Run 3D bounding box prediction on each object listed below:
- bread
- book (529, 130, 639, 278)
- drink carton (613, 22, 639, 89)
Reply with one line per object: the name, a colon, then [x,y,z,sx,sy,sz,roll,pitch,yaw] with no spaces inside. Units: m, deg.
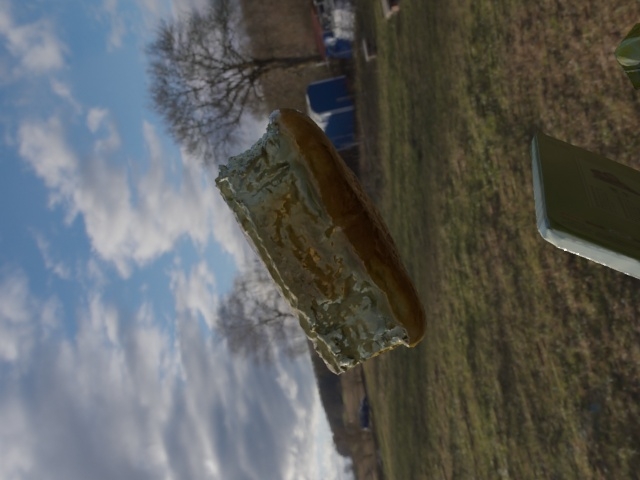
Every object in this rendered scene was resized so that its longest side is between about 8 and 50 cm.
bread: [0.000,0.000,0.601,0.245,0.121,0.174,62,172,-3]
book: [0.402,-0.042,0.878,0.352,0.239,0.035,-62,-8,-60]
drink carton: [0.444,-0.225,0.743,0.084,0.074,0.200,48,165,-20]
